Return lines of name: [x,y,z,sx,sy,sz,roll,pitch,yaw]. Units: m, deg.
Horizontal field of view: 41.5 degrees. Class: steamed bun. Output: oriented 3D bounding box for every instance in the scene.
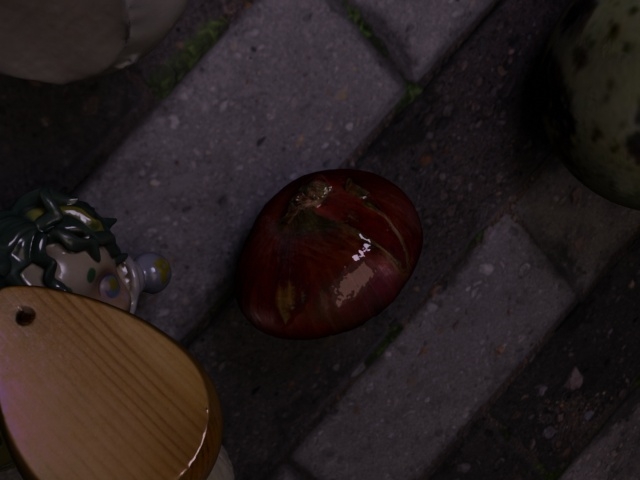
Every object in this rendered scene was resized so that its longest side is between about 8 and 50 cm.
steamed bun: [-0.237,-0.319,0.771,0.309,0.309,0.309,-9,112,-23]

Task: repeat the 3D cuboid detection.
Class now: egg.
egg: [0.485,-0.227,1.109,0.428,0.345,0.345,-38,121,-25]

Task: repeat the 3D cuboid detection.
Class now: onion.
onion: [0.002,0.008,1.020,0.248,0.248,0.161,-40,107,-8]

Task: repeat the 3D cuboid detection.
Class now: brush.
brush: [-0.204,0.158,0.789,0.174,0.266,0.166,-38,160,-22]

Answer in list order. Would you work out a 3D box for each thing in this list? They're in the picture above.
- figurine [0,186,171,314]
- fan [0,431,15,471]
figurine: [-0.268,0.116,0.936,0.261,0.186,0.382,-50,126,-51]
fan: [-0.437,0.169,0.986,0.335,0.011,0.230,17,100,-32]
